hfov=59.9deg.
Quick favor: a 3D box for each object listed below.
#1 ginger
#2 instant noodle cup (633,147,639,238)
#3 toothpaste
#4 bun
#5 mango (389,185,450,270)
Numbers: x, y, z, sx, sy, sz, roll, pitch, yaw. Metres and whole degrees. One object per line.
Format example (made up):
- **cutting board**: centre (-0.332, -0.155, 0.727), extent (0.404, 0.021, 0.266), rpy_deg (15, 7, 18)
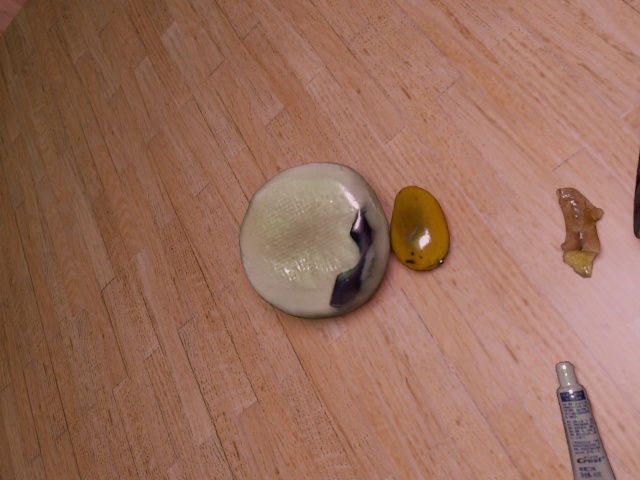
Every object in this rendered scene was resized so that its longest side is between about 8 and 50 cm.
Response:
- **ginger**: centre (0.385, -0.015, 0.825), extent (0.057, 0.044, 0.137), rpy_deg (-17, 67, 49)
- **instant noodle cup**: centre (0.493, -0.108, 0.674), extent (0.179, 0.235, 0.234), rpy_deg (7, 83, 26)
- **toothpaste**: centre (0.365, 0.277, 0.771), extent (0.062, 0.037, 0.216), rpy_deg (-19, 73, 29)
- **bun**: centre (0.000, 0.000, 1.005), extent (0.284, 0.179, 0.283), rpy_deg (2, 96, 20)
- **mango**: centre (0.165, -0.026, 0.954), extent (0.103, 0.076, 0.160), rpy_deg (-27, 56, 32)
